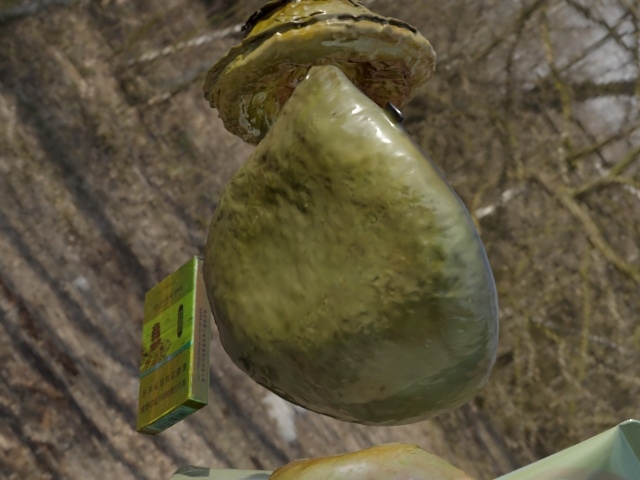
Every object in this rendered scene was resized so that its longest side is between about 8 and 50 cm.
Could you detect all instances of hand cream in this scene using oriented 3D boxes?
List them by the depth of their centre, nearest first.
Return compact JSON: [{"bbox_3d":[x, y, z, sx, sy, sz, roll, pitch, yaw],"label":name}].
[{"bbox_3d":[0.157,0.254,1.003,0.147,0.306,0.093,55,17,-28],"label":"hand cream"}]

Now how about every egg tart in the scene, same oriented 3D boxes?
[{"bbox_3d":[-0.005,-0.174,1.164,0.241,0.241,0.106,39,35,-67],"label":"egg tart"}]

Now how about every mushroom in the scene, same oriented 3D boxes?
[{"bbox_3d":[0.001,0.000,0.974,0.217,0.212,0.292,83,-15,-57],"label":"mushroom"}]

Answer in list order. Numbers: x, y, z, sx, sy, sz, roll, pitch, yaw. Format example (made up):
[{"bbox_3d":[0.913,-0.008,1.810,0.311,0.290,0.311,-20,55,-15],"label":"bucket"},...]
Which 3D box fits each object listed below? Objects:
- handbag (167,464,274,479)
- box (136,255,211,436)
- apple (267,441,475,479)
[{"bbox_3d":[-0.035,0.314,1.343,0.241,0.315,0.109,-40,122,-76],"label":"handbag"},{"bbox_3d":[-0.178,0.129,1.427,0.030,0.121,0.193,23,51,-32],"label":"box"},{"bbox_3d":[0.049,0.243,0.695,0.120,0.193,0.265,-4,68,-51],"label":"apple"}]
